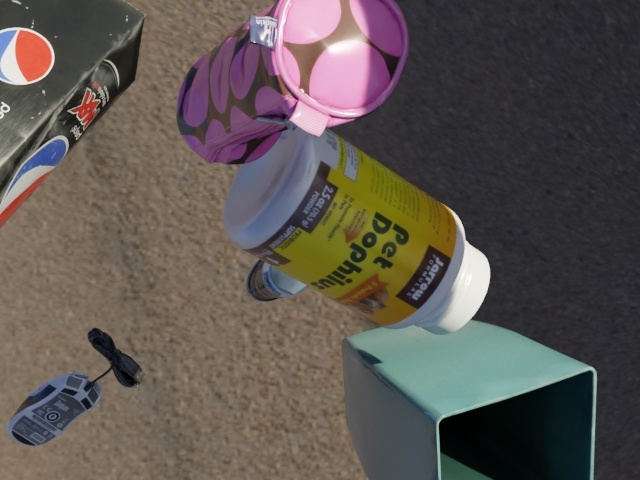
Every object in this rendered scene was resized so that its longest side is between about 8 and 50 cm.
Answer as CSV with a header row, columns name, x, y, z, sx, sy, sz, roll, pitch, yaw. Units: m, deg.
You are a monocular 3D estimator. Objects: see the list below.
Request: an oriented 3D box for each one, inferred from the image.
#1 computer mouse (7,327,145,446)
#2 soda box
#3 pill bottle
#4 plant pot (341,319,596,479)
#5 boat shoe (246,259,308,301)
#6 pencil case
name,x,y,z,sx,sy,sz,roll,pitch,yaw
computer mouse,-0.326,0.195,1.303,0.193,0.106,0.042,-35,39,8
soda box,-0.145,-0.043,0.419,0.060,0.053,0.169,34,61,2
pill bottle,0.036,-0.003,0.828,0.117,0.215,0.117,-41,32,33
plant pot,0.122,0.171,0.970,0.234,0.166,0.165,32,131,59
boat shoe,0.000,0.000,1.067,0.065,0.183,0.083,58,154,-5
pencil case,-0.031,-0.099,0.644,0.209,0.095,0.098,169,116,-68
